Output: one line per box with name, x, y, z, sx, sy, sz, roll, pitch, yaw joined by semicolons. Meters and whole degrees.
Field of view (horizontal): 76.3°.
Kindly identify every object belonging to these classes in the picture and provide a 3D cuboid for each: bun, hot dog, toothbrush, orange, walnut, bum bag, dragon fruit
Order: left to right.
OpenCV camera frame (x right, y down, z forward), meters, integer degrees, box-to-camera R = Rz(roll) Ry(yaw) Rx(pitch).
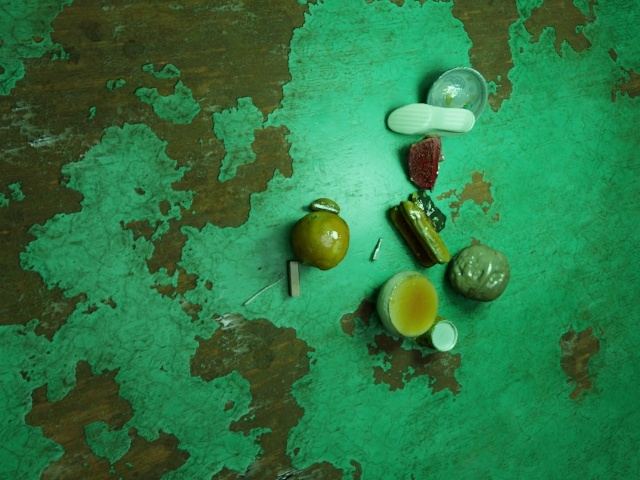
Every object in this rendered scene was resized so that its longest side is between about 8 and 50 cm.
toothbrush;-0.224;0.199;1.645;0.204;0.017;0.022;-37;113;-16
orange;0.000;0.000;1.608;0.239;0.240;0.240;0;91;-19
hot dog;0.020;-0.135;1.702;0.140;0.060;0.090;23;79;-15
bun;0.362;0.279;1.775;0.298;0.164;0.299;1;88;-25
hot dog;0.447;-0.033;1.811;0.117;0.158;0.349;-42;101;-33
dragon fruit;0.474;-0.363;1.830;0.161;0.126;0.274;-45;138;-40
bum bag;0.497;-0.138;1.871;0.107;0.060;0.233;-46;107;-22
walnut;0.730;0.153;1.871;0.272;0.227;0.274;-2;98;-19

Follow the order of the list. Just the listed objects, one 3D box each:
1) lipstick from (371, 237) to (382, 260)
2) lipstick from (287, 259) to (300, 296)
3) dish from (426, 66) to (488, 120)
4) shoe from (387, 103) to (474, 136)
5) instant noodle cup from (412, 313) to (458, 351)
lipstick;0.254;0.037;1.807;0.025;0.025;0.107;24;76;-18
lipstick;-0.110;0.155;1.669;0.045;0.045;0.146;-3;91;-22
dish;0.607;-0.654;1.863;0.273;0.134;0.274;0;120;-1
shoe;0.486;-0.521;1.803;0.362;0.160;0.132;6;96;17
instant noodle cup;0.523;0.417;1.846;0.182;0.144;0.183;0;91;-19
